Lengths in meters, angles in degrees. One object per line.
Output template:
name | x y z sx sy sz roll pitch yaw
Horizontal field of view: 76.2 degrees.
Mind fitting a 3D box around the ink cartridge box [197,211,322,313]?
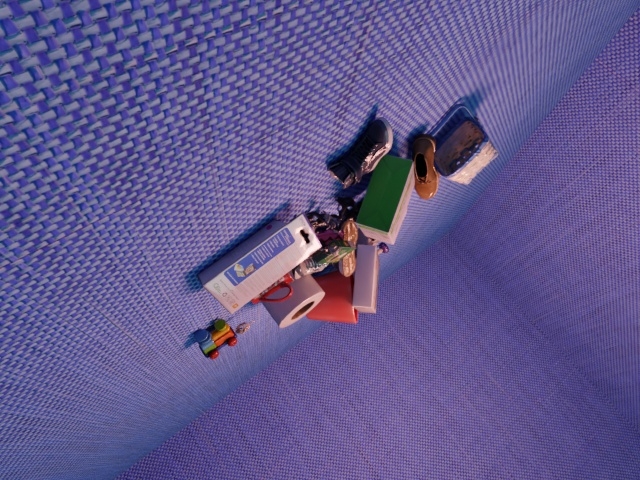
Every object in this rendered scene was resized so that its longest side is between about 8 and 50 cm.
ink cartridge box | -0.181 0.063 1.281 0.371 0.069 0.176 -35 136 -7

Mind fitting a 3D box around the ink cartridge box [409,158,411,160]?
ink cartridge box | 0.329 -0.275 1.650 0.063 0.029 0.115 -22 156 -42

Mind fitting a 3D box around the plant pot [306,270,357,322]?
plant pot | 0.048 0.281 2.015 0.243 0.275 0.275 -7 164 8

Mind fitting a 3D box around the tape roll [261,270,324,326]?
tape roll | -0.125 0.238 1.761 0.246 0.169 0.246 -36 163 -13

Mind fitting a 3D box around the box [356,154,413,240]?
box | 0.243 -0.140 1.462 0.231 0.126 0.262 34 75 -73

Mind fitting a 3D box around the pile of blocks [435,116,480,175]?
pile of blocks | 0.584 -0.368 1.801 0.362 0.113 0.149 -49 160 29

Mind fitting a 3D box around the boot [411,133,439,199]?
boot | 0.385 -0.247 1.548 0.305 0.112 0.115 68 34 -49

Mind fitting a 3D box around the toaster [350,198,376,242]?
toaster | 0.234 -0.104 1.658 0.185 0.168 0.110 -41 165 8

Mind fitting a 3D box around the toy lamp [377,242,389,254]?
toy lamp | 0.292 0.109 2.445 0.274 0.080 0.080 -30 160 -25

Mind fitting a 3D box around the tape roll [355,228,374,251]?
tape roll | 0.214 0.004 2.036 0.219 0.072 0.219 -36 163 -13

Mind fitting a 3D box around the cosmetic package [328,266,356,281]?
cosmetic package | 0.148 0.209 2.274 0.183 0.151 0.151 -17 152 -52

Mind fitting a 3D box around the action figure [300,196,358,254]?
action figure | 0.018 -0.041 1.401 0.275 0.141 0.164 -34 141 -21

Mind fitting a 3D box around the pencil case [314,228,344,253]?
pencil case | 0.000 0.000 1.559 0.098 0.095 0.209 -29 172 40

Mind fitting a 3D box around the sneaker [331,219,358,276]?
sneaker | 0.074 0.010 1.741 0.099 0.153 0.282 -26 132 -30

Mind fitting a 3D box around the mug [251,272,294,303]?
mug | -0.191 0.157 1.489 0.169 0.150 0.113 -33 128 -4

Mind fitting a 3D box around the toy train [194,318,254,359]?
toy train | -0.390 0.364 1.672 0.248 0.105 0.143 -33 148 -20

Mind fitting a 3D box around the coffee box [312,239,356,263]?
coffee box | 0.057 0.043 1.558 0.113 0.040 0.184 -37 164 21

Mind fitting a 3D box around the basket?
basket | 0.527 -0.364 1.600 0.289 0.201 0.255 23 122 -39

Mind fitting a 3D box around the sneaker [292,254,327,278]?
sneaker | -0.041 0.079 1.596 0.122 0.110 0.283 -17 177 13

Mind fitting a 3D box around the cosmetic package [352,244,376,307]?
cosmetic package | 0.229 0.199 1.993 0.097 0.284 0.377 1 167 11

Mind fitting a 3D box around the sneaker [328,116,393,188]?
sneaker | 0.113 -0.245 1.188 0.163 0.086 0.226 -33 163 -29
